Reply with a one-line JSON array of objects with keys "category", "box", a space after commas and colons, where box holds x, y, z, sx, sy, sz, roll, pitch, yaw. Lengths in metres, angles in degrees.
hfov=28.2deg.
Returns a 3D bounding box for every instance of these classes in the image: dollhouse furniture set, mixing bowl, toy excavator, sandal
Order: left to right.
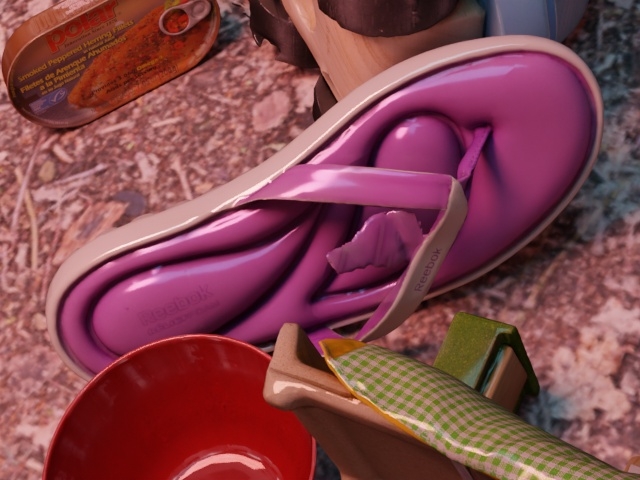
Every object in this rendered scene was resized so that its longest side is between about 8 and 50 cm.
[{"category": "mixing bowl", "box": [-0.078, 0.163, 0.831, 0.182, 0.098, 0.181, -8, 57, 12]}, {"category": "sandal", "box": [0.008, 0.011, 0.862, 0.416, 0.169, 0.102, -27, 29, 11]}, {"category": "toy excavator", "box": [0.146, -0.301, 1.024, 0.445, 0.222, 0.433, -19, 55, -12]}, {"category": "dollhouse furniture set", "box": [0.119, 0.103, 0.688, 0.198, 0.301, 0.151, 18, 67, 28]}]

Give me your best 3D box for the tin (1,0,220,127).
[{"category": "tin", "box": [-0.176, -0.165, 1.065, 0.190, 0.106, 0.040, -28, 55, -3]}]
